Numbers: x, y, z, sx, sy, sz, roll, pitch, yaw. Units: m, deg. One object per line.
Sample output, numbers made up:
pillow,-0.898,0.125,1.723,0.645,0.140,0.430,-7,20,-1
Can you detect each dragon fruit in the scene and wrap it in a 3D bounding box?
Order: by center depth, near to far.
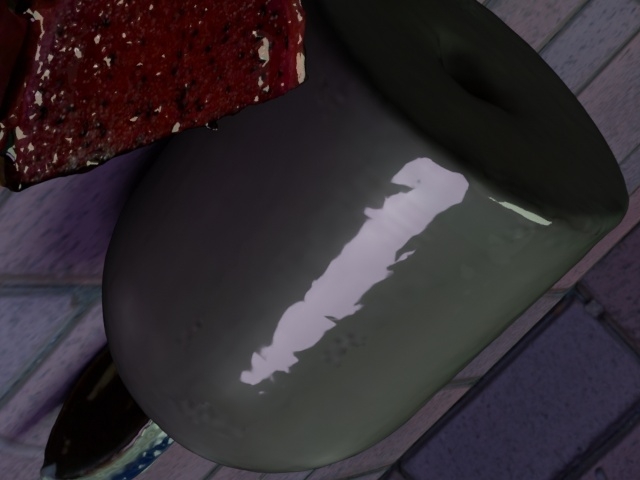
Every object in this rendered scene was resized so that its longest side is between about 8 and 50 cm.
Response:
dragon fruit,-0.134,-0.126,0.956,0.189,0.163,0.262,-11,-167,43

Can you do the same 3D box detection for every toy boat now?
toy boat,-0.170,0.159,1.590,0.262,0.114,0.115,-49,150,10

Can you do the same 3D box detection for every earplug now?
earplug,0.000,0.000,1.284,0.394,0.312,0.313,-47,162,27
